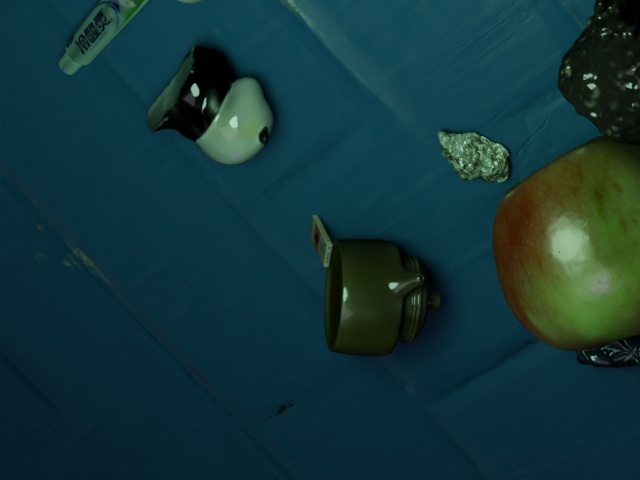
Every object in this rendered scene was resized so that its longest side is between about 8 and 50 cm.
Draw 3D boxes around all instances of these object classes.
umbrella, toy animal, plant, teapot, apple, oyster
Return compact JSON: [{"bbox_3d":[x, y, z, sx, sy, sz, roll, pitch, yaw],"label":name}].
[{"bbox_3d":[0.517,0.173,2.102,0.248,0.071,0.071,2,122,19],"label":"umbrella"},{"bbox_3d":[-0.161,-0.197,2.103,0.179,0.138,0.166,32,148,-10],"label":"toy animal"},{"bbox_3d":[0.434,-0.249,1.787,0.204,0.178,0.234,39,133,-4],"label":"plant"},{"bbox_3d":[0.100,0.096,2.163,0.175,0.186,0.268,5,161,-8],"label":"teapot"},{"bbox_3d":[0.391,0.002,1.898,0.319,0.319,0.277,-22,85,32],"label":"apple"},{"bbox_3d":[0.231,-0.125,2.040,0.100,0.037,0.098,-3,121,24],"label":"oyster"}]

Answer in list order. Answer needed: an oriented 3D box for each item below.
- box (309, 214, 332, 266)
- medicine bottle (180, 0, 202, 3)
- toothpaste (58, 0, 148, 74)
[{"bbox_3d":[0.000,0.000,2.194,0.012,0.083,0.046,-5,128,-18],"label":"box"},{"bbox_3d":[-0.086,-0.470,1.834,0.339,0.208,0.208,-23,111,32],"label":"medicine bottle"},{"bbox_3d":[-0.317,-0.360,2.108,0.075,0.048,0.297,43,124,-8],"label":"toothpaste"}]
